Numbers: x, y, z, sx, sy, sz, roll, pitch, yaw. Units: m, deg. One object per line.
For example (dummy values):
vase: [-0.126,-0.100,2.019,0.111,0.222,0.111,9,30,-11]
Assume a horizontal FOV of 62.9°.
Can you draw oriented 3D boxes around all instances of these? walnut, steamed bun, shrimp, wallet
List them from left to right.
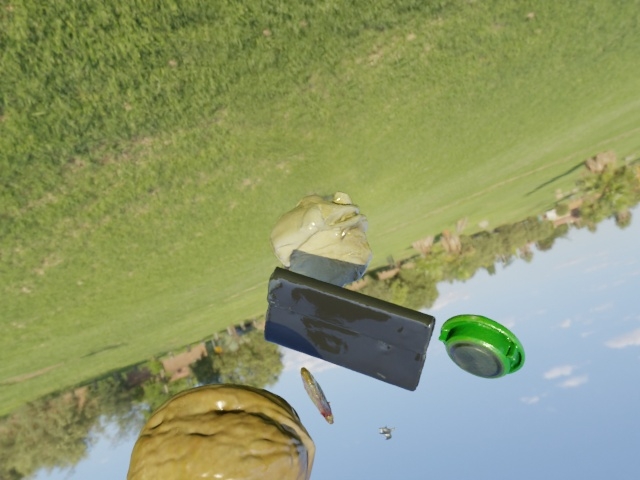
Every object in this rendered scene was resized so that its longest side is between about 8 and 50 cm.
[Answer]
walnut: [-0.172,0.399,0.940,0.333,0.333,0.333,-19,175,-2]
shrimp: [-0.006,0.627,2.073,0.062,0.294,0.154,-32,-156,-7]
steamed bun: [0.003,-0.003,1.674,0.325,0.230,0.372,-13,137,15]
wallet: [0.059,0.217,1.272,0.406,0.228,0.062,16,-148,14]

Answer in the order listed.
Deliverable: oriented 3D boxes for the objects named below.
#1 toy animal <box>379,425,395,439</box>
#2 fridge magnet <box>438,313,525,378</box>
toy animal: [0.215,0.608,1.669,0.050,0.084,0.028,-41,-135,-15]
fridge magnet: [0.389,0.261,1.273,0.208,0.208,0.088,-26,-157,53]
